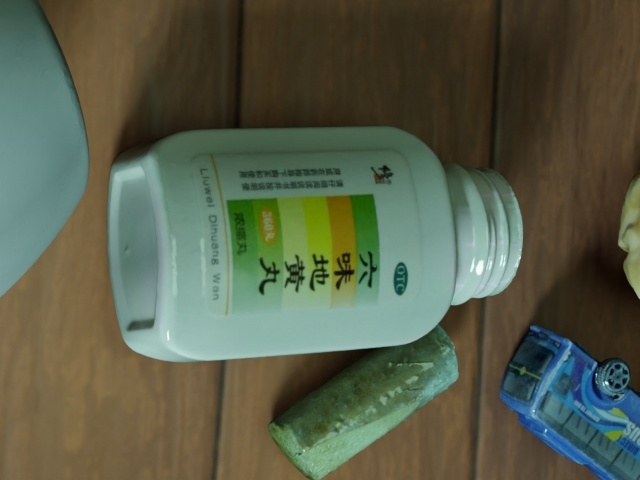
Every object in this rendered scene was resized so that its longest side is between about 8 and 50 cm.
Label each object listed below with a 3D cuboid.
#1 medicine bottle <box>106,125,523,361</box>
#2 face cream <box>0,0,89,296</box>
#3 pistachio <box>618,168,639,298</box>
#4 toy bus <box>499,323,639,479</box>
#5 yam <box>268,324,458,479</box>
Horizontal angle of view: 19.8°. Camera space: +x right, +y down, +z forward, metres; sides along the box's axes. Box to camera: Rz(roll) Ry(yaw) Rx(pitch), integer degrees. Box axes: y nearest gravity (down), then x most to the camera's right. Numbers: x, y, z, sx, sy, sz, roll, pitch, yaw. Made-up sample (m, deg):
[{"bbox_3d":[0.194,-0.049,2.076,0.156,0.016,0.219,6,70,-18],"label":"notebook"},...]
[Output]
[{"bbox_3d":[0.000,0.000,1.461,0.324,0.124,0.179,-2,85,-30],"label":"medicine bottle"},{"bbox_3d":[-0.349,-0.057,1.209,0.357,0.219,0.312,-27,106,-24],"label":"face cream"},{"bbox_3d":[0.363,0.005,1.640,0.229,0.157,0.157,17,85,-35],"label":"pistachio"},{"bbox_3d":[0.264,0.170,1.641,0.236,0.079,0.094,37,78,-25],"label":"toy bus"},{"bbox_3d":[0.040,0.130,1.522,0.169,0.068,0.068,-35,109,-22],"label":"yam"}]
